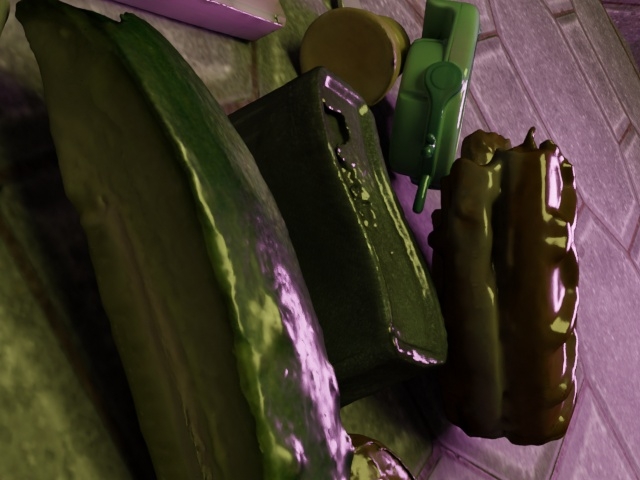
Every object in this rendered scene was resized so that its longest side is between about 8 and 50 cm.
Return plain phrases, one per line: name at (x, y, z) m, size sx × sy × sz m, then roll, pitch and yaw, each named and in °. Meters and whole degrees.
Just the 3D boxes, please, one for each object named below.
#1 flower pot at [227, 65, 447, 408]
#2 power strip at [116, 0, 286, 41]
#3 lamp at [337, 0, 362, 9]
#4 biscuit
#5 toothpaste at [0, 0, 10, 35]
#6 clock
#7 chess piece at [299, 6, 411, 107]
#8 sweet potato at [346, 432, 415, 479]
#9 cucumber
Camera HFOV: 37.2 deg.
flower pot at (0.000, 0.000, 0.664) m, size 0.103 × 0.108 × 0.229 m, roll 12°, pitch 57°, yaw -58°
power strip at (-0.122, -0.223, 0.718) m, size 0.279 × 0.037 × 0.109 m, roll -1°, pitch 67°, yaw -61°
lamp at (0.000, -0.319, 1.037) m, size 0.050 × 0.056 × 0.198 m, roll -26°, pitch 101°, yaw -64°
biscuit at (0.163, 0.037, 0.826) m, size 0.366 × 0.115 × 0.268 m, roll -24°, pitch 113°, yaw -74°
toothpaste at (-0.213, -0.082, 0.431) m, size 0.096 × 0.061 × 0.266 m, roll 52°, pitch 36°, yaw -24°
clock at (0.111, -0.128, 0.945) m, size 0.159 × 0.066 × 0.211 m, roll 92°, pitch 12°, yaw -46°
chess piece at (0.044, -0.181, 0.937) m, size 0.094 × 0.094 × 0.170 m, roll 61°, pitch 19°, yaw -5°
sweet potato at (0.056, 0.217, 0.629) m, size 0.233 × 0.062 × 0.081 m, roll 60°, pitch 41°, yaw -15°
cucumber at (-0.059, 0.016, 0.510) m, size 0.145 × 0.105 × 0.325 m, roll -17°, pitch 88°, yaw -64°
